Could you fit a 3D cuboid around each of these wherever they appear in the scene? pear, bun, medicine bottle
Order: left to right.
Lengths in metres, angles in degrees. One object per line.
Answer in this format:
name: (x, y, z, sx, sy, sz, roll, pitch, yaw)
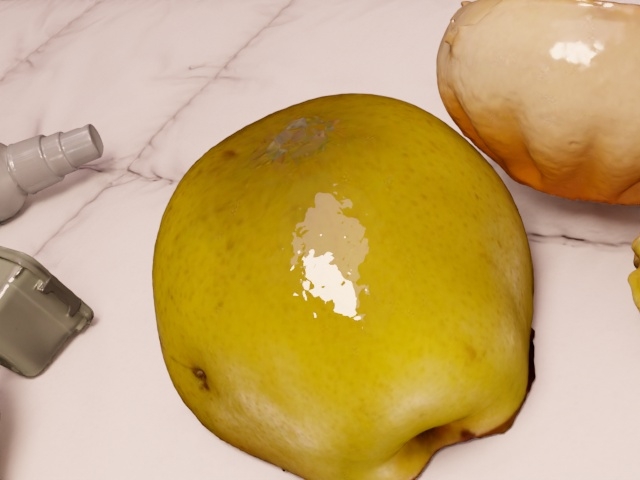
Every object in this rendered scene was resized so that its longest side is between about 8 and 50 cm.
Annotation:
medicine bottle: (-0.452, -0.070, 1.021, 0.351, 0.110, 0.110, -19, 39, 3)
pear: (0.000, 0.000, 0.667, 0.340, 0.191, 0.386, -30, 39, -9)
bun: (0.240, -0.115, 0.686, 0.298, 0.165, 0.299, 7, 12, -2)

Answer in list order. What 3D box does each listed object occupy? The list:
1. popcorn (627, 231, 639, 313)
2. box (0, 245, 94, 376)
popcorn: (0.294, 0.018, 0.557, 0.167, 0.152, 0.148, -26, 63, -41)
box: (-0.337, 0.069, 0.809, 0.172, 0.124, 0.093, 10, 60, 35)
